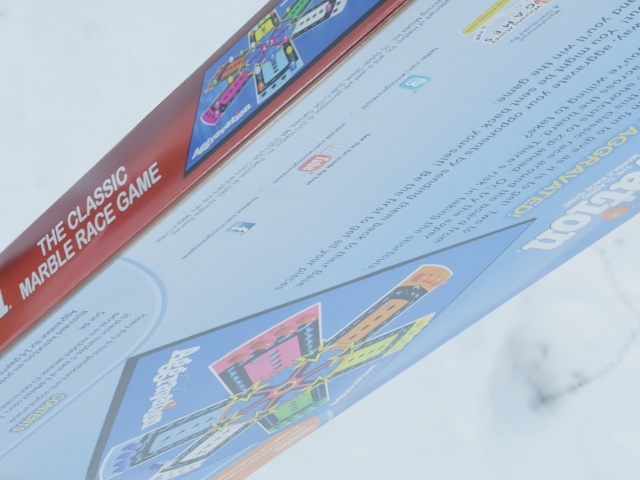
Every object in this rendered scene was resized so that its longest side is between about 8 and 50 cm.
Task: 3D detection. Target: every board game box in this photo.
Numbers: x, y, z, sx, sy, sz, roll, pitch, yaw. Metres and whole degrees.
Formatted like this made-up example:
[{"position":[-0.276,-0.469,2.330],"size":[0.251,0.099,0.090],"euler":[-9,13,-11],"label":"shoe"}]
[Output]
[{"position":[0.000,0.000,0.469],"size":[0.145,0.281,0.027],"euler":[8,56,-42],"label":"board game box"}]
